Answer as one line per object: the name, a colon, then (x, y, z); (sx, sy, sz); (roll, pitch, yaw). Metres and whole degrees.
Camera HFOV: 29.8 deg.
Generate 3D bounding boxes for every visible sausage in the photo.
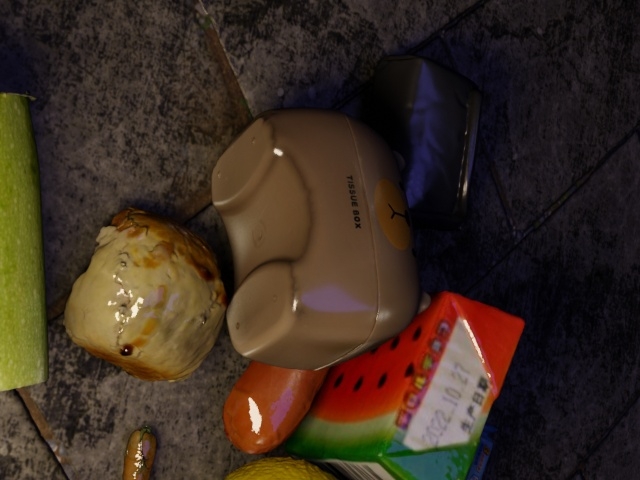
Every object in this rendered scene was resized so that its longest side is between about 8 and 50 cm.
sausage: (-0.064, 0.231, 1.958); (0.133, 0.133, 0.258); (49, 58, -31)

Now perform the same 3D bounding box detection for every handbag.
handbag: (0.212, -0.163, 2.169); (0.275, 0.178, 0.301); (13, 82, -41)

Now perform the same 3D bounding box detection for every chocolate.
chocolate: (0.125, 0.256, 1.997); (0.161, 0.360, 0.341); (34, 67, -23)

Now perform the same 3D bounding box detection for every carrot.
carrot: (-0.286, 0.406, 1.821); (0.049, 0.049, 0.254); (9, 88, -42)

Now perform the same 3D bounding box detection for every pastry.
pastry: (-0.229, 0.085, 1.783); (0.256, 0.170, 0.236); (37, 69, -42)

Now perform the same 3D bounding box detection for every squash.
squash: (-0.474, -0.006, 1.498); (0.263, 0.263, 0.384); (-3, 92, -42)

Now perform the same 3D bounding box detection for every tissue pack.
tissue pack: (0.000, 0.000, 1.872); (0.277, 0.267, 0.387); (8, 62, -33)

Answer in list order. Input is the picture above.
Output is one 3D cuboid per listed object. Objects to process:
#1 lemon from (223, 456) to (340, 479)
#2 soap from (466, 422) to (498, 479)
lemon: (-0.048, 0.478, 1.851); (0.268, 0.322, 0.268); (-38, 144, -34)
soap: (0.225, 0.457, 2.258); (0.156, 0.077, 0.293); (38, 67, -37)
